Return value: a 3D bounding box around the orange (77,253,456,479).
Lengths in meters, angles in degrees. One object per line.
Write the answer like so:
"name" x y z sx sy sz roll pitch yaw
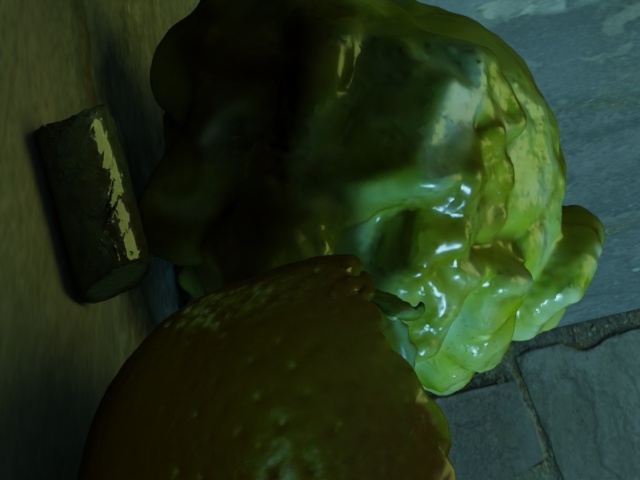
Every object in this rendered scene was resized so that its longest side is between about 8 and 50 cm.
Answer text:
"orange" -0.005 0.140 0.616 0.334 0.196 0.262 16 75 -78

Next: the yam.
"yam" -0.111 -0.017 0.697 0.043 0.043 0.094 -25 100 -84

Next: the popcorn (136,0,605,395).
"popcorn" 0.020 -0.023 0.932 0.312 0.312 0.312 -14 90 -84
